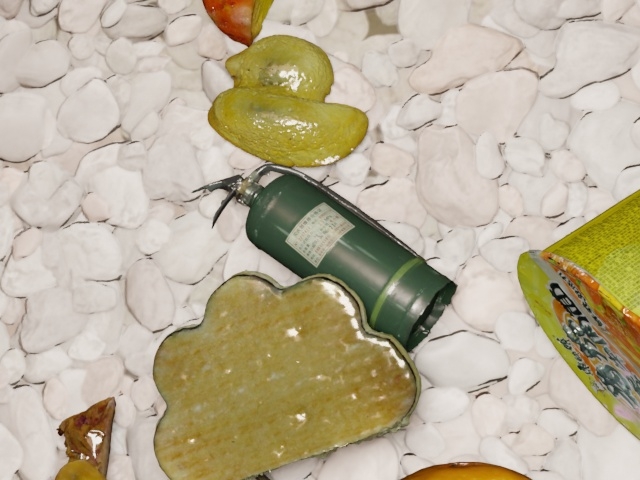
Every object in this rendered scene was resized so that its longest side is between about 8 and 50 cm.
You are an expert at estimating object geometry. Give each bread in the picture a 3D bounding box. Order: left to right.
[{"bbox_3d":[-0.048,0.129,1.210,0.286,0.056,0.207,-17,86,13],"label":"bread"},{"bbox_3d":[-0.033,-0.162,1.339,0.187,0.065,0.149,23,76,20],"label":"bread"}]

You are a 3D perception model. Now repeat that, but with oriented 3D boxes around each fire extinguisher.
[{"bbox_3d":[0.000,0.000,1.271,0.294,0.093,0.118,35,70,20],"label":"fire extinguisher"}]

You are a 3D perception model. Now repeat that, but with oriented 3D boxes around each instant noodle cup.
[{"bbox_3d":[0.339,0.055,1.103,0.200,0.264,0.264,-38,69,-10],"label":"instant noodle cup"}]

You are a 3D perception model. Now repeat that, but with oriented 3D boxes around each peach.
[{"bbox_3d":[-0.088,-0.316,1.380,0.092,0.127,0.172,26,107,11],"label":"peach"}]

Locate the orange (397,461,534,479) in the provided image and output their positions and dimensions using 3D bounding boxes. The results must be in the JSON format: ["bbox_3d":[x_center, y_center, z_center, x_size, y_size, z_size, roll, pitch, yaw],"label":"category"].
[{"bbox_3d":[0.121,0.327,1.097,0.249,0.183,0.249,2,48,-2],"label":"orange"}]

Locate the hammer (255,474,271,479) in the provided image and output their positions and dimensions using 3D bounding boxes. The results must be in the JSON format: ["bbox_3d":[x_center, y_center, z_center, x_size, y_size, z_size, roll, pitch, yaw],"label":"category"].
[{"bbox_3d":[-0.024,0.272,1.233,0.292,0.029,0.058,38,88,18],"label":"hammer"}]

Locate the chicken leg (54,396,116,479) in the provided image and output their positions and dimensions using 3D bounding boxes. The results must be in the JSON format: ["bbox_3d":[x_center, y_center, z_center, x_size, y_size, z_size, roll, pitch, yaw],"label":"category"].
[{"bbox_3d":[-0.189,0.349,1.199,0.295,0.182,0.409,-6,57,2],"label":"chicken leg"}]
